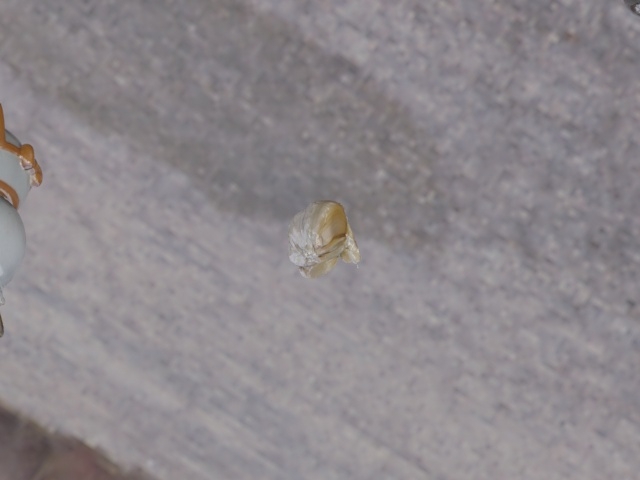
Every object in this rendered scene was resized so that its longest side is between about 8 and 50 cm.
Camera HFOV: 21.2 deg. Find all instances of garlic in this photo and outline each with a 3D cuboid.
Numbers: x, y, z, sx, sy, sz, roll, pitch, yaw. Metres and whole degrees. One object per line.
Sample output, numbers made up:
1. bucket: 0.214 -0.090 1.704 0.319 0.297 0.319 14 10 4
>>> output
1. garlic: -0.005 0.000 2.097 0.074 0.094 0.113 25 126 34

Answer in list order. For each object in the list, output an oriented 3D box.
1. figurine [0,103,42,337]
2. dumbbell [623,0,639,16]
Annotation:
1. figurine: -0.315 -0.034 1.562 0.271 0.143 0.143 58 176 30
2. dumbbell: 0.416 -0.278 1.700 0.290 0.192 0.192 25 165 -12
